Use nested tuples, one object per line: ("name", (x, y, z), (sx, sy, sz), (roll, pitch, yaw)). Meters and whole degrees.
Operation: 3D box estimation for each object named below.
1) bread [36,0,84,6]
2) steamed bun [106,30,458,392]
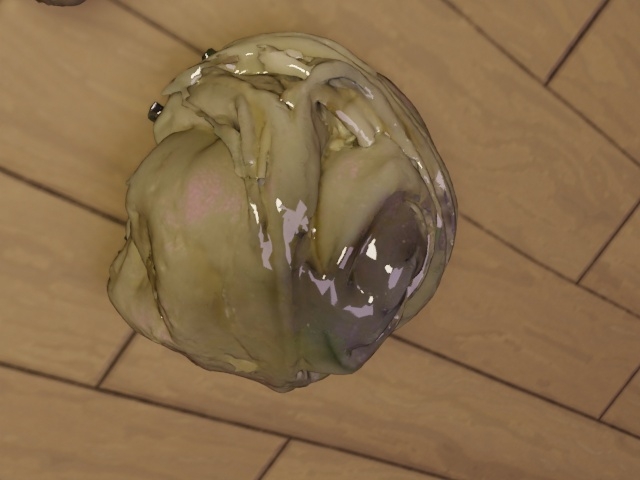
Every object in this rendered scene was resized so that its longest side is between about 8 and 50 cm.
("bread", (-0.185, -0.247, 0.521), (0.102, 0.183, 0.337), (-36, 134, -6))
("steamed bun", (0.000, 0.000, 0.824), (0.280, 0.207, 0.268), (19, 108, -46))
